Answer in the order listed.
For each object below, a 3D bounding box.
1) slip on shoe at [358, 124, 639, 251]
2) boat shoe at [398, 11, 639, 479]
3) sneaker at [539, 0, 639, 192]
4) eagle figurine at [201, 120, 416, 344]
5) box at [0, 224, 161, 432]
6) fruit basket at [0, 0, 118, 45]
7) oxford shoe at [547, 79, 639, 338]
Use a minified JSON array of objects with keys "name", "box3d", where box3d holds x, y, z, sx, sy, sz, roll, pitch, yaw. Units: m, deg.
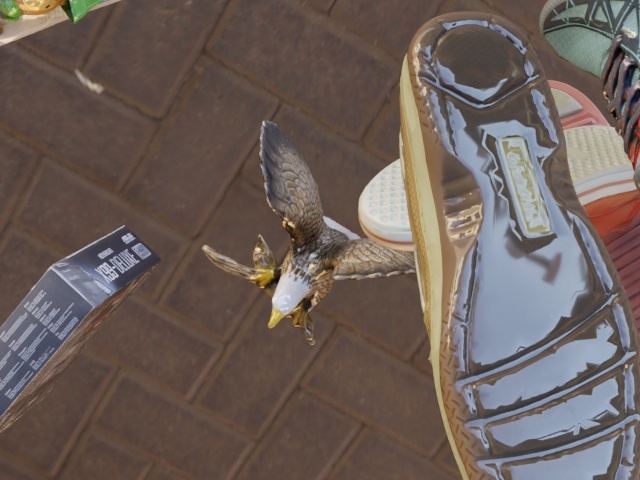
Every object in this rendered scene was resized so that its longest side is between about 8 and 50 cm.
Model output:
[{"name":"slip on shoe","box3d":[0.174,-0.028,0.864,0.331,0.123,0.101,-12,126,-35]},{"name":"boat shoe","box3d":[0.063,0.017,0.348,0.068,0.072,0.190,0,69,-11]},{"name":"sneaker","box3d":[0.221,-0.092,0.610,0.125,0.262,0.104,-45,136,-8]},{"name":"eagle figurine","box3d":[-0.001,0.009,1.162,0.226,0.225,0.298,6,147,-18]},{"name":"box","box3d":[-0.362,0.135,1.287,0.076,0.242,0.307,42,106,-1]},{"name":"fruit basket","box3d":[-0.435,-0.390,1.329,0.165,0.353,0.327,46,153,28]},{"name":"oxford shoe","box3d":[0.320,0.016,1.030,0.140,0.146,0.397,-27,71,9]}]
